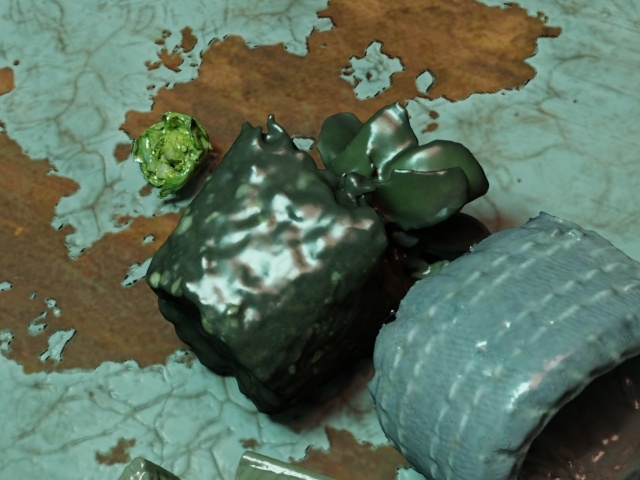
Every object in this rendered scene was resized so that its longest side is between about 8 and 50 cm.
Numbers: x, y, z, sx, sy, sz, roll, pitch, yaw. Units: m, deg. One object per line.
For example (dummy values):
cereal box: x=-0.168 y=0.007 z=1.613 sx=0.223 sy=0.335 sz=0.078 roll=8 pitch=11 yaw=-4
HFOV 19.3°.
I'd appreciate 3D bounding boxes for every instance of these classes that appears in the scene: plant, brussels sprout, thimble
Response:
plant: x=0.000 y=0.000 z=1.569 sx=0.276 sy=0.188 sz=0.199 roll=-41 pitch=62 yaw=-17
brussels sprout: x=-0.135 y=-0.081 z=1.724 sx=0.085 sy=0.058 sz=0.085 roll=-4 pitch=82 yaw=30
thimble: x=0.165 y=0.104 z=1.464 sx=0.236 sy=0.205 sz=0.172 roll=-46 pitch=53 yaw=1

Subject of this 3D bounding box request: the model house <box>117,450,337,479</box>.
model house: x=-0.083 y=0.247 z=1.462 sx=0.229 sy=0.122 sz=0.188 roll=9 pitch=57 yaw=17
